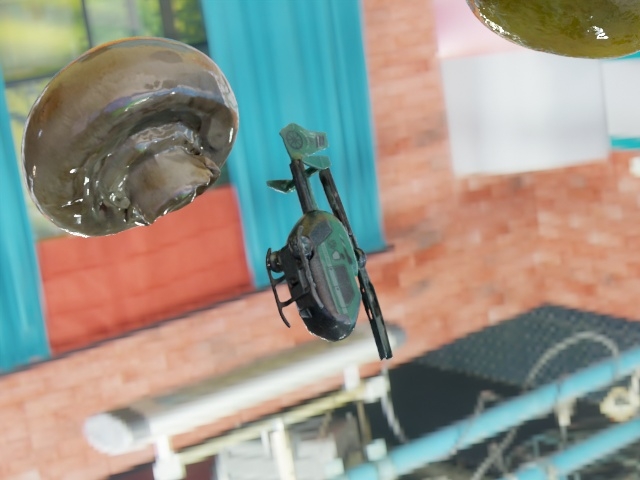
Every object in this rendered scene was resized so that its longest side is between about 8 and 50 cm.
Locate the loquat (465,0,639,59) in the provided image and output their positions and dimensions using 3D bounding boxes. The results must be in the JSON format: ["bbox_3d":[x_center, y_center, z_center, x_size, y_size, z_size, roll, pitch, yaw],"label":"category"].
[{"bbox_3d":[0.224,-0.249,1.203,0.213,0.213,0.246,-3,176,23],"label":"loquat"}]

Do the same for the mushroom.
[{"bbox_3d":[-0.183,-0.091,1.388,0.226,0.178,0.226,-22,153,-12],"label":"mushroom"}]

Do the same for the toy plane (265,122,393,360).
[{"bbox_3d":[0.000,0.000,1.274,0.096,0.235,0.060,-5,161,-35],"label":"toy plane"}]
